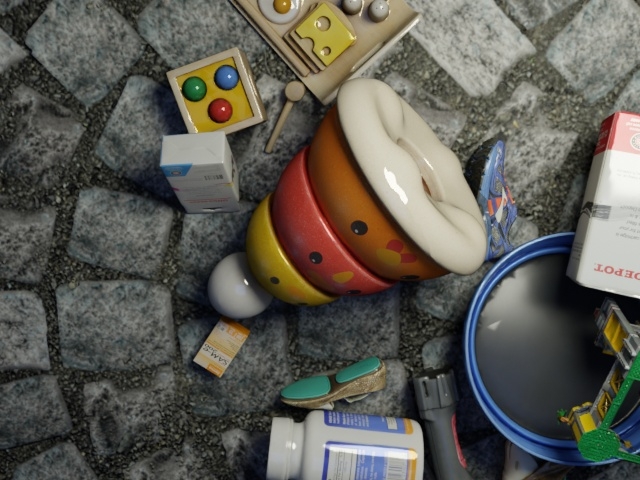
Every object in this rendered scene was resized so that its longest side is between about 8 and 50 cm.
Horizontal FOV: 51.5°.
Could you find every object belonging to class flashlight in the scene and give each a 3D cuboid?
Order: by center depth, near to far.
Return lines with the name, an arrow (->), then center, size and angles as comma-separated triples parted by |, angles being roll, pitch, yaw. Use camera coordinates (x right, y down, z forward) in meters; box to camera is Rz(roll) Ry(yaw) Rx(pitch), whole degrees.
flashlight -> 0.246, 0.386, 1.223 | 0.103, 0.103, 0.304 | -11, 89, 4

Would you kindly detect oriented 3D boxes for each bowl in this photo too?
bowl -> 0.435, 0.183, 1.150 | 0.390, 0.077, 0.392 | 0, 84, 0

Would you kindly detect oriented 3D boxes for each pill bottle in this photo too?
pill bottle -> 0.041, 0.391, 1.207 | 0.271, 0.152, 0.153 | 6, 101, -2

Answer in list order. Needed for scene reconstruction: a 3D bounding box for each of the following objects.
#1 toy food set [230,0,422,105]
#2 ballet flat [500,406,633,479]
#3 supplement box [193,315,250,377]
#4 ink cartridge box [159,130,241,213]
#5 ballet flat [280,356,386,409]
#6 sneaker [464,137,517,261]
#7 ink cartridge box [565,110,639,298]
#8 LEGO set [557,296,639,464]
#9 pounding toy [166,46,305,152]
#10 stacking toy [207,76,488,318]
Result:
toy food set -> -0.014, -0.407, 1.089 | 0.219, 0.092, 0.306 | -42, 97, 8
ballet flat -> 0.425, 0.383, 1.225 | 0.342, 0.116, 0.124 | -43, 87, 6
supplement box -> -0.184, 0.196, 1.240 | 0.062, 0.036, 0.098 | 33, 101, -4
ink cartridge box -> -0.199, -0.112, 1.138 | 0.104, 0.181, 0.062 | -3, 67, 2
ballet flat -> 0.029, 0.281, 1.237 | 0.206, 0.073, 0.067 | -18, 114, 9
sneaker -> 0.301, -0.069, 1.162 | 0.087, 0.083, 0.222 | -2, 107, -11
ink cartridge box -> 0.522, -0.045, 1.045 | 0.196, 0.114, 0.273 | 13, 93, 11
LEGO set -> 0.545, 0.231, 1.048 | 0.330, 0.192, 0.255 | 7, 113, 3
pounding toy -> -0.127, -0.230, 1.126 | 0.205, 0.094, 0.181 | -18, 100, 6
stacking toy -> 0.000, 0.000, 1.104 | 0.479, 0.351, 0.351 | -35, 98, 26
